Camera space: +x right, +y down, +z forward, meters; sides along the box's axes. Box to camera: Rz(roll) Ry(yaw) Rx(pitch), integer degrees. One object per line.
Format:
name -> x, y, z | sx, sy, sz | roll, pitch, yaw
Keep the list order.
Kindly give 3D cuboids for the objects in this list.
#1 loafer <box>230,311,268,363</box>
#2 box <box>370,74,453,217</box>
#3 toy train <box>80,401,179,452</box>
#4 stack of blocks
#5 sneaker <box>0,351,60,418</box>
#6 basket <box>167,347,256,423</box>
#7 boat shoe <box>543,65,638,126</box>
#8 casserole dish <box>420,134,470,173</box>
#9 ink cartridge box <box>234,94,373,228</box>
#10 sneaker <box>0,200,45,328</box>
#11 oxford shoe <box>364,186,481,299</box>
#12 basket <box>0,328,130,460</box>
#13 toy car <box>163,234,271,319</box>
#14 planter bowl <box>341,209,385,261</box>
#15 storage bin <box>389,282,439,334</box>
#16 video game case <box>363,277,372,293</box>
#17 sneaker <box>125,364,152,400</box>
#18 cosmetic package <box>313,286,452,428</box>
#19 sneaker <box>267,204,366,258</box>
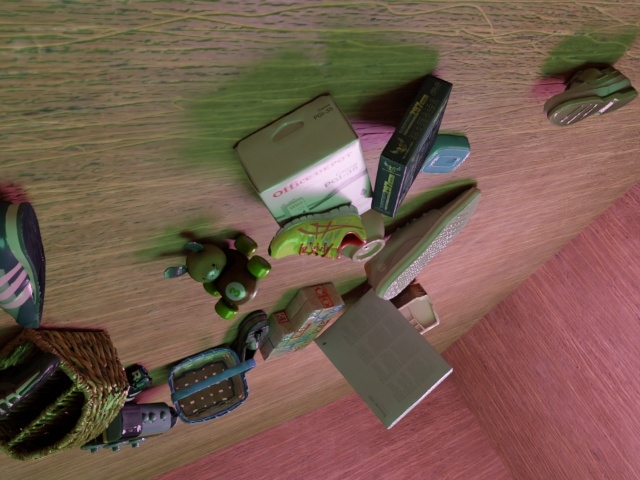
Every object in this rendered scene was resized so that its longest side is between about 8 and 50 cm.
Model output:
loafer -> -0.211, 0.318, 1.757 | 0.096, 0.084, 0.267 | -13, 151, -32
box -> 0.180, -0.186, 1.122 | 0.232, 0.059, 0.183 | -59, 167, -25
toy train -> -0.579, 0.555, 1.695 | 0.190, 0.142, 0.334 | -18, 160, 19
stack of blocks -> -0.073, 0.263, 1.800 | 0.171, 0.087, 0.297 | -8, 148, -39
sneaker -> -0.669, 0.277, 1.108 | 0.281, 0.162, 0.106 | -39, -177, 3
basket -> -0.334, 0.437, 1.709 | 0.255, 0.201, 0.289 | -18, 163, -22
boat shoe -> 0.653, -0.362, 1.390 | 0.302, 0.103, 0.113 | -16, 165, -30
casserole dish -> 0.301, -0.206, 1.382 | 0.188, 0.037, 0.114 | -6, 147, -43
ink cartridge box -> -0.019, -0.120, 1.097 | 0.207, 0.117, 0.283 | -29, 156, 0
sneaker -> -0.522, 0.044, 0.906 | 0.131, 0.112, 0.319 | 0, 143, -19
oxford shoe -> 0.300, -0.016, 1.652 | 0.449, 0.130, 0.169 | -42, 151, -9
basket -> -0.610, 0.356, 1.239 | 0.299, 0.213, 0.223 | -38, 155, 17
toy car -> -0.232, 0.062, 1.204 | 0.188, 0.149, 0.155 | 23, 112, -46
planter bowl -> 0.099, -0.013, 1.441 | 0.162, 0.109, 0.162 | -24, 156, -12
storage bin -> 0.295, 0.284, 2.076 | 0.260, 0.123, 0.262 | -32, -177, 5
video game case -> 0.257, 0.077, 1.885 | 0.204, 0.025, 0.285 | -22, 154, -17
sneaker -> -0.551, 0.390, 1.546 | 0.121, 0.079, 0.217 | -37, 163, 8
cosmetic package -> 0.205, 0.383, 1.866 | 0.284, 0.377, 0.097 | -41, 159, -3
sneaker -> 0.000, 0.000, 1.091 | 0.208, 0.094, 0.081 | -20, 156, -18
